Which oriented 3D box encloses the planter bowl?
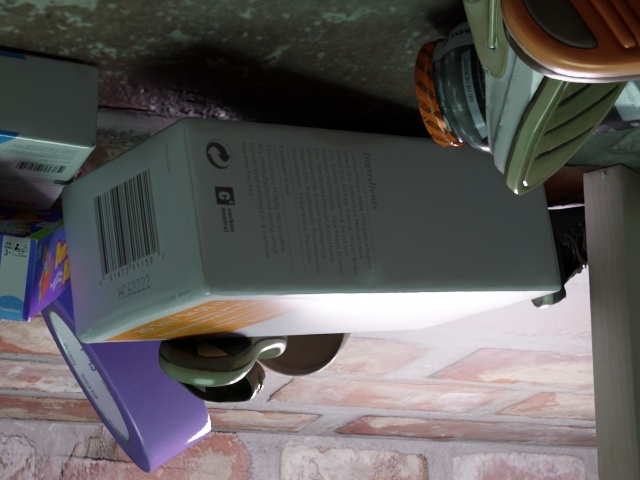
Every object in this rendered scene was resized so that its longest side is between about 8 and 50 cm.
[{"bbox_3d":[-0.020,0.094,1.771,0.162,0.162,0.109,-7,-173,25],"label":"planter bowl"}]

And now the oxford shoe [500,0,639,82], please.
[{"bbox_3d":[0.242,-0.146,0.778,0.363,0.130,0.133,-19,160,-29],"label":"oxford shoe"}]

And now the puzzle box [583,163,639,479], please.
[{"bbox_3d":[0.394,0.143,1.454,0.052,0.409,0.272,-14,156,40],"label":"puzzle box"}]

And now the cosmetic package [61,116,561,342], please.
[{"bbox_3d":[0.000,0.000,1.293,0.453,0.161,0.230,0,166,-39],"label":"cosmetic package"}]

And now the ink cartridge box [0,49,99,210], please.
[{"bbox_3d":[-0.307,-0.102,1.226,0.148,0.086,0.203,7,163,-23],"label":"ink cartridge box"}]

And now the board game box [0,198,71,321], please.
[{"bbox_3d":[-0.370,0.001,1.312,0.233,0.078,0.347,8,-173,-2],"label":"board game box"}]

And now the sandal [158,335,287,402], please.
[{"bbox_3d":[-0.113,0.137,1.399,0.120,0.086,0.303,2,-177,9],"label":"sandal"}]

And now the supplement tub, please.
[{"bbox_3d":[0.180,-0.136,1.049,0.190,0.117,0.117,-9,160,28],"label":"supplement tub"}]

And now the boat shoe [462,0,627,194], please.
[{"bbox_3d":[0.159,-0.160,0.894,0.113,0.103,0.302,-33,152,-29],"label":"boat shoe"}]

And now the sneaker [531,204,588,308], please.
[{"bbox_3d":[0.285,0.004,1.465,0.118,0.083,0.222,-10,-160,9],"label":"sneaker"}]

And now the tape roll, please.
[{"bbox_3d":[-0.244,0.143,1.572,0.090,0.275,0.275,-32,172,-19],"label":"tape roll"}]
